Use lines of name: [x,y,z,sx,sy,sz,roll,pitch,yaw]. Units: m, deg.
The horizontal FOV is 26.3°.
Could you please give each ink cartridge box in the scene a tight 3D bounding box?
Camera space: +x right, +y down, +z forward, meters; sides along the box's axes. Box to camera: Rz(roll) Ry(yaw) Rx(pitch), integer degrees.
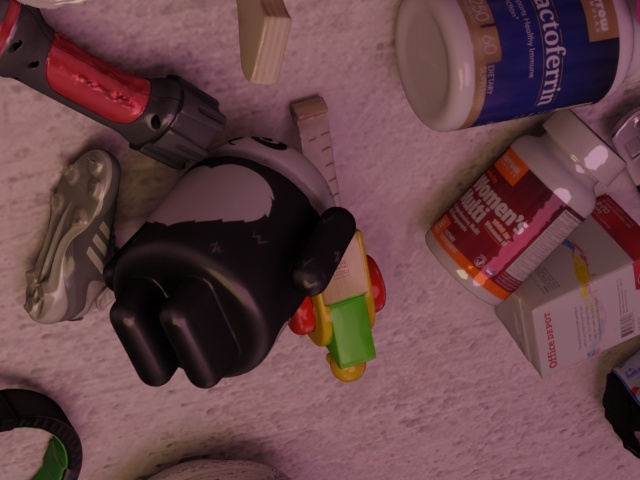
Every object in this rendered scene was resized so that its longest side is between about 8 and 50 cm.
ink cartridge box: [0.309,0.056,1.660,0.176,0.127,0.128,-23,133,-9]

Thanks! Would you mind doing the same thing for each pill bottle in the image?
pill bottle: [0.223,-0.206,1.398,0.264,0.153,0.153,-13,130,-19]
pill bottle: [0.234,-0.041,1.552,0.221,0.121,0.121,-47,131,13]

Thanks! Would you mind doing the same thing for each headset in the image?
headset: [-0.451,0.255,1.459,0.394,0.185,0.243,-7,133,-41]

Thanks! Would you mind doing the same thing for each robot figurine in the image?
robot figurine: [-0.093,0.017,1.326,0.209,0.278,0.174,29,136,5]

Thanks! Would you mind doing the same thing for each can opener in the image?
can opener: [0.425,-0.065,1.658,0.074,0.093,0.280,-37,137,2]

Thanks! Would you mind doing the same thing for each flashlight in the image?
flashlight: [-0.220,-0.159,1.247,0.304,0.103,0.103,26,110,-37]

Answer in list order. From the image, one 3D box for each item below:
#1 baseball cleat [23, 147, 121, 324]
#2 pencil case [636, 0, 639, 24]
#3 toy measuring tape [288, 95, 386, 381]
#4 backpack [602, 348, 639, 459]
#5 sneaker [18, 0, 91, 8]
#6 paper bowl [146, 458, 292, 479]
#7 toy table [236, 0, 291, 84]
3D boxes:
baseball cleat: [-0.233,-0.005,1.395,0.109,0.072,0.206,1,128,-47]
pencil case: [0.351,-0.313,1.334,0.104,0.236,0.104,-2,170,0]
toy measuring tape: [0.000,0.000,1.505,0.121,0.121,0.330,-16,108,-15]
backpack: [0.518,0.246,1.837,0.213,0.276,0.263,-46,125,5]
sneaker: [-0.242,-0.253,1.063,0.232,0.090,0.115,8,136,11]
paper bowl: [-0.144,0.382,1.673,0.284,0.148,0.284,-14,130,-17]
toy table: [-0.045,-0.284,1.199,0.274,0.161,0.252,-11,129,-18]
